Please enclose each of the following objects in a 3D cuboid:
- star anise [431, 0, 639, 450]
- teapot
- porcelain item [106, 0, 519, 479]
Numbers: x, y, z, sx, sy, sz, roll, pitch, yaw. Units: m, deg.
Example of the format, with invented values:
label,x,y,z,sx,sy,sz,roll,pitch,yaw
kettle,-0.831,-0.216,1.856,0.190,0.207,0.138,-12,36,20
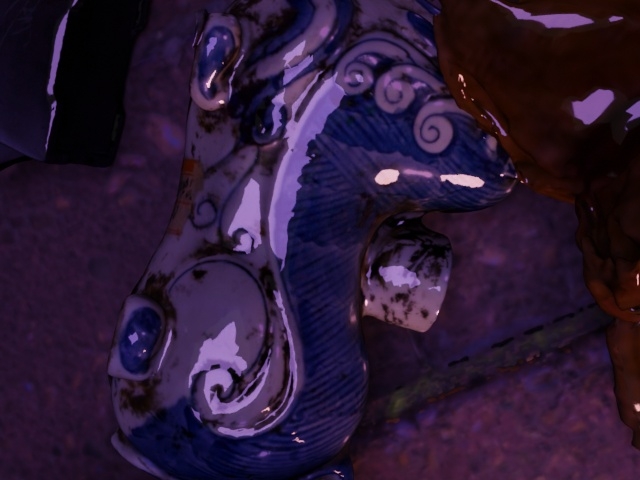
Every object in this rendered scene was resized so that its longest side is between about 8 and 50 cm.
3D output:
label,x,y,z,sx,sy,sz,roll,pitch,yaw
star anise,0.176,0.008,0.515,0.148,0.237,0.346,-22,107,21
teapot,-0.165,-0.111,0.637,0.096,0.087,0.177,15,96,14
porcelain item,0.000,0.000,0.590,0.186,0.138,0.288,16,87,-5
